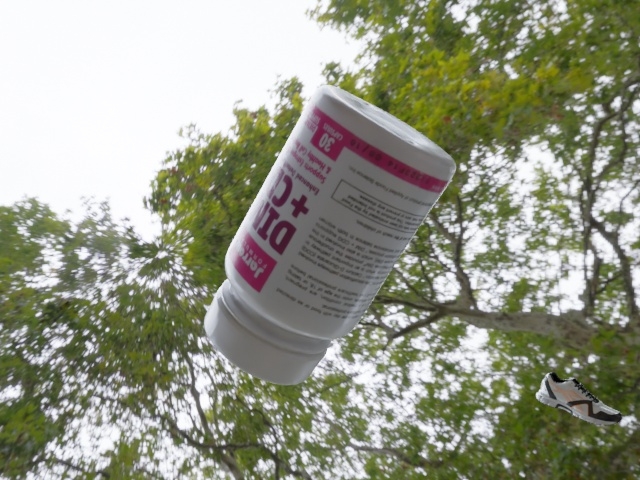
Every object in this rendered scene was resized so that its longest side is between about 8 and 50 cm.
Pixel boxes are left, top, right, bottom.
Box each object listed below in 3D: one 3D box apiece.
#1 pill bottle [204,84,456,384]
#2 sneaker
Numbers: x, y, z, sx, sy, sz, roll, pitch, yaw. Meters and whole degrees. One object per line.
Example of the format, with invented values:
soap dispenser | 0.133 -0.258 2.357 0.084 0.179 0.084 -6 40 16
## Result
pill bottle | 0.000 0.000 0.679 0.160 0.160 0.283 27 -72 -12
sneaker | 0.337 0.206 0.850 0.040 0.109 0.043 4 -79 -54
